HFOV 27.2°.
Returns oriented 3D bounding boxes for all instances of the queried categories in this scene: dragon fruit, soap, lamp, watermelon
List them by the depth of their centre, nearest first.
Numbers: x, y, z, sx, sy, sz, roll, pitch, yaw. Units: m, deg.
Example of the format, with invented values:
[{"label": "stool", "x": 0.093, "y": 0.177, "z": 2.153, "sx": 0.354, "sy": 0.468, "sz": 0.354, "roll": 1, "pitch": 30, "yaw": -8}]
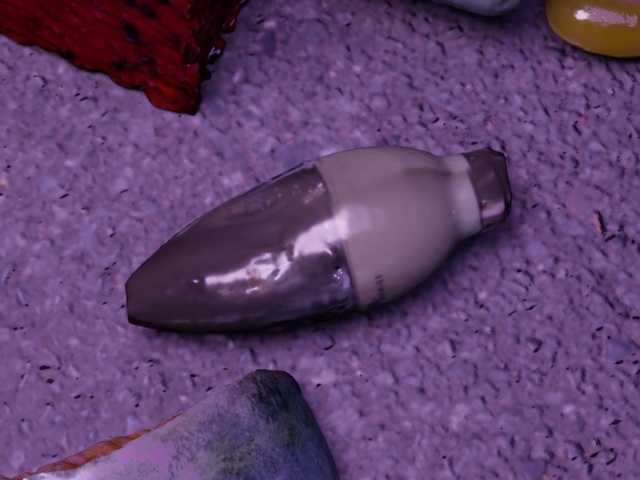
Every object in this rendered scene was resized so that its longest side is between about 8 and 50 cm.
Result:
[{"label": "watermelon", "x": -0.105, "y": 0.204, "z": 0.693, "sx": 0.322, "sy": 0.175, "sz": 0.188, "roll": -35, "pitch": 75, "yaw": -11}, {"label": "dragon fruit", "x": -0.097, "y": -0.203, "z": 0.787, "sx": 0.302, "sy": 0.330, "sz": 0.240, "roll": -34, "pitch": 99, "yaw": -14}, {"label": "lamp", "x": 0.000, "y": 0.000, "z": 0.804, "sx": 0.250, "sy": 0.101, "sz": 0.101, "roll": -17, "pitch": 73, "yaw": -5}, {"label": "soap", "x": 0.200, "y": -0.187, "z": 0.900, "sx": 0.089, "sy": 0.045, "sz": 0.140, "roll": 12, "pitch": 70, "yaw": -1}]

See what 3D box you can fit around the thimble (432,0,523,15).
[{"label": "thimble", "x": 0.090, "y": -0.258, "z": 0.841, "sx": 0.149, "sy": 0.185, "sz": 0.211, "roll": 19, "pitch": 104, "yaw": 6}]
